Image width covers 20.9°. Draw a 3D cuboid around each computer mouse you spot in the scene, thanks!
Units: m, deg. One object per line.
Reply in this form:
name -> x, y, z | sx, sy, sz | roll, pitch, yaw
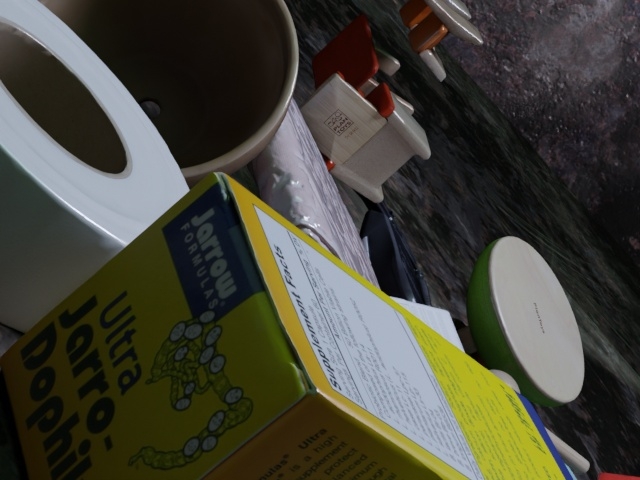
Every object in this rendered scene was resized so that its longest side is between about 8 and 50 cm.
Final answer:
computer mouse -> 0.076, 0.052, 1.839 | 0.262, 0.060, 0.184 | -106, 171, -49

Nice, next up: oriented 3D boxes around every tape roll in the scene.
tape roll -> -0.215, -0.068, 1.197 | 0.286, 0.100, 0.286 | 46, 15, -16

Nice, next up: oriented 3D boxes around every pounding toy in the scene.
pounding toy -> 0.181, 0.119, 1.786 | 0.183, 0.110, 0.237 | 41, 38, -37

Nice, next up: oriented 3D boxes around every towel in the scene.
towel -> 0.000, 0.000, 1.560 | 0.332, 0.053, 0.317 | -110, 175, -51

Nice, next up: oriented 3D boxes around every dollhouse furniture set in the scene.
dollhouse furniture set -> 0.030, -0.162, 1.818 | 0.135, 0.262, 0.259 | 40, 18, -23

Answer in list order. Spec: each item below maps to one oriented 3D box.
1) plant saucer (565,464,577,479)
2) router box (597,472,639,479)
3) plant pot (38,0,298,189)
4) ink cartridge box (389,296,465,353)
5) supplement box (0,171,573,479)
plant saucer -> 0.210, 0.238, 1.786 | 0.195, 0.037, 0.195 | 46, 16, -17
router box -> 0.381, 0.316, 1.546 | 0.335, 0.301, 0.082 | -42, 136, -73
plant pot -> -0.142, -0.132, 1.436 | 0.237, 0.237, 0.110 | 54, -20, 15
ink cartridge box -> 0.095, 0.128, 1.561 | 0.179, 0.045, 0.145 | 13, 52, -63
supplement box -> 0.003, 0.153, 1.097 | 0.356, 0.195, 0.194 | 37, 19, -41
